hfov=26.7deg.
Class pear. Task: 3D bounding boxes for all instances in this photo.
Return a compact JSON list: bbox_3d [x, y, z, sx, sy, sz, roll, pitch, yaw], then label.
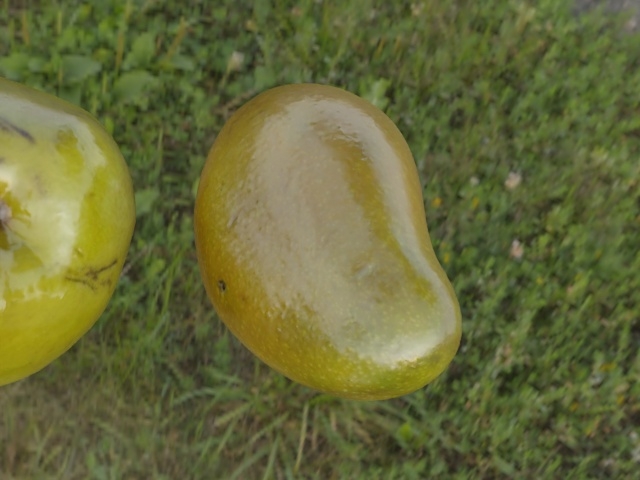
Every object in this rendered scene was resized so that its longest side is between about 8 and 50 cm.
[{"bbox_3d":[-0.210,-0.007,0.789,0.200,0.200,0.200,6,56,-9],"label":"pear"}]

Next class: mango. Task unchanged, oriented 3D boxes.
[{"bbox_3d":[0.000,0.000,0.715,0.136,0.099,0.227,-42,42,11],"label":"mango"}]
